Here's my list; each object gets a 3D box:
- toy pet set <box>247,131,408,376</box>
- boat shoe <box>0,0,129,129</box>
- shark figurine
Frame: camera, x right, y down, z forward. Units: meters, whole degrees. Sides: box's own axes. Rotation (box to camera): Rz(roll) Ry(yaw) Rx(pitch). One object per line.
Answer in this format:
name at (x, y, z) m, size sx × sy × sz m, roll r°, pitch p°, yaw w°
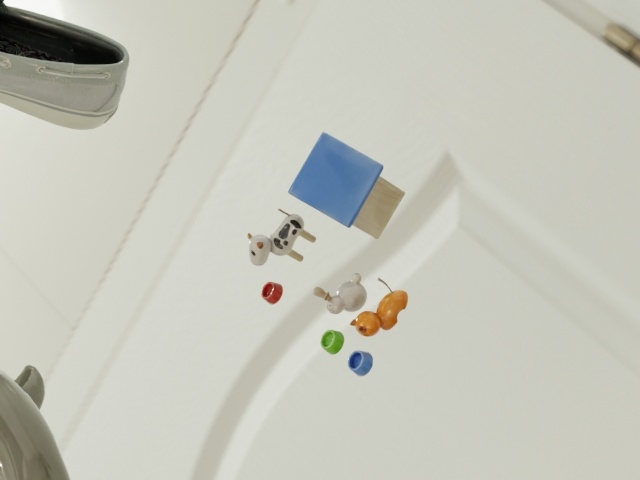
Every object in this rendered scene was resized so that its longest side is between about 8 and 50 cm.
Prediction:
toy pet set at (0.000, 0.000, 0.667) m, size 0.065 × 0.122 × 0.114 m, roll 29°, pitch -89°, yaw -39°
boat shoe at (-0.251, -0.154, 0.818) m, size 0.227 × 0.079 × 0.081 m, roll 16°, pitch -46°, yaw -22°
shark figurine at (-0.268, 0.076, 0.700) m, size 0.166 × 0.278 × 0.116 m, roll -80°, pitch 13°, yaw -56°
